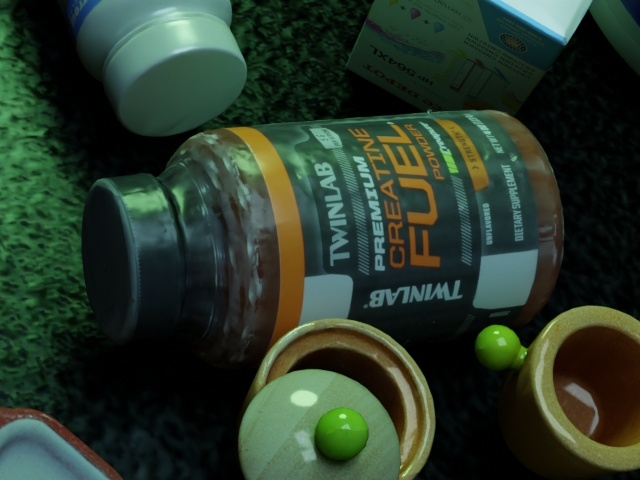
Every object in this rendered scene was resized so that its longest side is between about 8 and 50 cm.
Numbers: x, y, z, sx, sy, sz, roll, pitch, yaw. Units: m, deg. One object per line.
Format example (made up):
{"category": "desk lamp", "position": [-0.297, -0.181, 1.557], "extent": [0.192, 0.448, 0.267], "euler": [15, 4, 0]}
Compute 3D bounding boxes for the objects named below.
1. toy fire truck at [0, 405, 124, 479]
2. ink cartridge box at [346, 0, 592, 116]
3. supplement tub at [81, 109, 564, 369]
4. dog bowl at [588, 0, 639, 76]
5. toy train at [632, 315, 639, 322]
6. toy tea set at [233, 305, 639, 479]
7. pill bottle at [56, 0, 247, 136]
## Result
{"category": "toy fire truck", "position": [-0.215, 0.124, 0.481], "extent": [0.254, 0.169, 0.302], "euler": [42, 49, -13]}
{"category": "ink cartridge box", "position": [0.081, -0.121, 0.791], "extent": [0.092, 0.143, 0.090], "euler": [30, 67, 1]}
{"category": "supplement tub", "position": [0.000, 0.000, 0.682], "extent": [0.198, 0.106, 0.106], "euler": [-7, 58, -26]}
{"category": "dog bowl", "position": [0.280, -0.188, 0.901], "extent": [0.265, 0.104, 0.265], "euler": [7, 66, -17]}
{"category": "toy train", "position": [0.158, 0.056, 0.758], "extent": [0.158, 0.027, 0.036], "euler": [-33, 83, -36]}
{"category": "toy tea set", "position": [0.131, 0.103, 0.628], "extent": [0.336, 0.124, 0.200], "euler": [-2, 68, -22]}
{"category": "pill bottle", "position": [-0.089, -0.123, 0.755], "extent": [0.078, 0.078, 0.137], "euler": [-9, 59, -28]}
